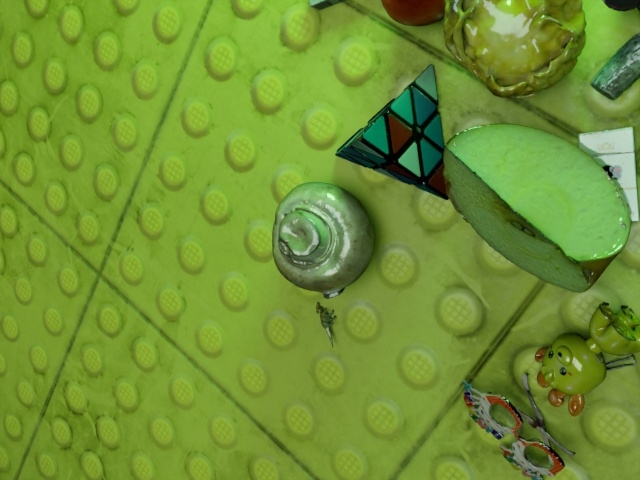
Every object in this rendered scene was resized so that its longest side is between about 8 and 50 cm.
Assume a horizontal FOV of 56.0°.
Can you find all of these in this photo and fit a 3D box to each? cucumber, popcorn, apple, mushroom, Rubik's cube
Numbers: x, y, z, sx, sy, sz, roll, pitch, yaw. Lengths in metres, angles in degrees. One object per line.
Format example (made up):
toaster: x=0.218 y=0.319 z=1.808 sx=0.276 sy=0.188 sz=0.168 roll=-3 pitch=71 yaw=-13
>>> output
cucumber: x=0.521 y=-0.296 z=1.033 sx=0.064 sy=0.064 sz=0.112 roll=51 pitch=121 yaw=13
popcorn: x=0.344 y=-0.375 z=1.048 sx=0.250 sy=0.190 sz=0.250 roll=3 pitch=105 yaw=10
apple: x=0.370 y=-0.065 z=1.075 sx=0.346 sy=0.179 sz=0.254 roll=42 pitch=120 yaw=11
apple: x=0.192 y=-0.486 z=1.131 sx=0.139 sy=0.163 sz=0.163 roll=14 pitch=104 yaw=24
mushroom: x=0.000 y=0.000 z=1.299 sx=0.255 sy=0.184 sz=0.254 roll=-2 pitch=85 yaw=21
Rubik's cube: x=0.201 y=-0.236 z=1.214 sx=0.250 sy=0.284 sz=0.234 roll=27 pitch=88 yaw=-3

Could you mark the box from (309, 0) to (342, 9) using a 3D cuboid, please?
box: x=0.074 y=-0.545 z=1.254 sx=0.218 sy=0.039 sz=0.055 roll=-11 pitch=90 yaw=29

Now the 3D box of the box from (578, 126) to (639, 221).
box: x=0.519 y=-0.115 z=1.082 sx=0.090 sy=0.024 sz=0.166 roll=-4 pitch=97 yaw=30

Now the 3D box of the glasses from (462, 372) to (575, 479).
glasses: x=0.391 y=0.370 z=1.208 sx=0.255 sy=0.095 sz=0.162 roll=52 pitch=145 yaw=11

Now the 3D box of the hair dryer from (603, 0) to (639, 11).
hair dryer: x=0.570 y=-0.368 z=0.991 sx=0.248 sy=0.114 sz=0.070 roll=44 pitch=141 yaw=-4

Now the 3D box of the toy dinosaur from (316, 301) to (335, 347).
toy dinosaur: x=0.019 y=0.192 z=1.401 sx=0.041 sy=0.026 sz=0.113 roll=-37 pitch=70 yaw=35

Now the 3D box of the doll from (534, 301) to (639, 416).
doll: x=0.484 y=0.215 z=1.106 sx=0.221 sy=0.135 sz=0.143 roll=-57 pitch=38 yaw=29
